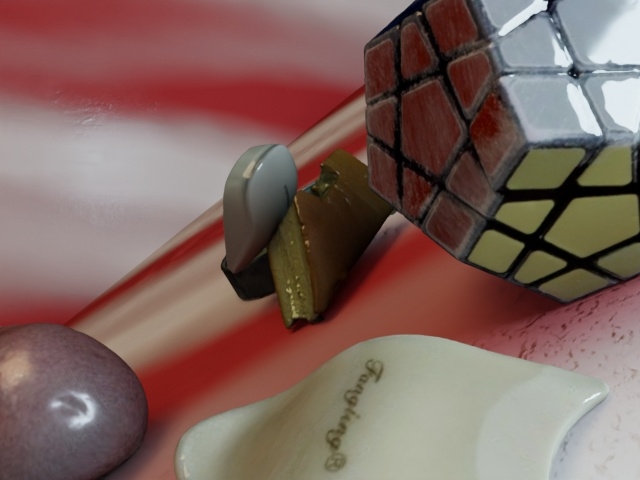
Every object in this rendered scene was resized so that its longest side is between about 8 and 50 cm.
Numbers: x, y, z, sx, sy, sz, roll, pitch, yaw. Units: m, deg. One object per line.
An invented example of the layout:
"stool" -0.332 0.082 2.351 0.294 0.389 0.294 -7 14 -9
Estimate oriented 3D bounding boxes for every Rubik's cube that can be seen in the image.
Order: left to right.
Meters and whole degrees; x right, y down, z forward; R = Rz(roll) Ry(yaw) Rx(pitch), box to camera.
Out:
"Rubik's cube" 0.189 -0.109 0.562 0.319 0.264 0.319 -34 15 10

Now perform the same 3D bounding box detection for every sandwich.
"sandwich" 0.000 0.000 0.934 0.236 0.128 0.122 -53 0 -41

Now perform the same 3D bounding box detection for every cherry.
"cherry" -0.351 0.218 0.856 0.239 0.239 0.206 -35 12 6

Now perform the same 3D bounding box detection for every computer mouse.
"computer mouse" -0.084 -0.041 0.987 0.128 0.079 0.231 -53 -17 -33

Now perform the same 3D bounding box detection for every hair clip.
"hair clip" 0.028 0.144 0.449 0.282 0.113 0.172 -24 19 37

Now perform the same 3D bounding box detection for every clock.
"clock" -0.036 -0.020 1.206 0.319 0.066 0.319 -33 15 10
